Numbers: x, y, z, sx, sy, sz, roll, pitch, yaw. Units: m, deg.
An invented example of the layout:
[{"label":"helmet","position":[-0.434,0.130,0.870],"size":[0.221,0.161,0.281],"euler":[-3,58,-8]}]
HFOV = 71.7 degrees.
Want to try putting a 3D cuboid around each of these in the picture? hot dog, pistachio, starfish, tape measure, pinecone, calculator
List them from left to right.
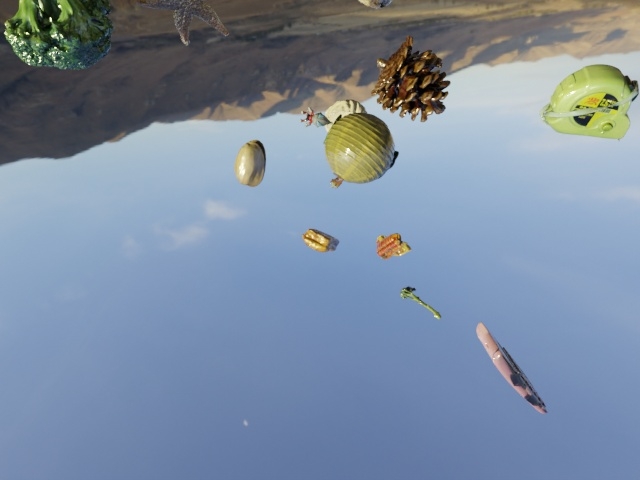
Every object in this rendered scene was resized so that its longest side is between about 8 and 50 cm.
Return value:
[{"label":"starfish","position":[-0.364,-0.680,1.289],"size":[0.294,0.231,0.048],"euler":[-15,-117,10]},{"label":"pistachio","position":[-0.298,-0.328,1.900],"size":[0.131,0.206,0.130],"euler":[15,-154,-5]},{"label":"hot dog","position":[0.204,0.019,1.317],"size":[0.038,0.062,0.144],"euler":[-16,169,-20]},{"label":"hot dog","position":[0.288,0.028,1.814],"size":[0.168,0.078,0.061],"euler":[19,-137,41]},{"label":"pinecone","position":[0.244,-0.404,1.149],"size":[0.212,0.169,0.185],"euler":[14,146,-28]},{"label":"calculator","position":[0.546,0.371,1.262],"size":[0.043,0.294,0.194],"euler":[-38,-160,13]},{"label":"tape measure","position":[0.641,-0.329,1.053],"size":[0.199,0.175,0.106],"euler":[8,-128,9]}]

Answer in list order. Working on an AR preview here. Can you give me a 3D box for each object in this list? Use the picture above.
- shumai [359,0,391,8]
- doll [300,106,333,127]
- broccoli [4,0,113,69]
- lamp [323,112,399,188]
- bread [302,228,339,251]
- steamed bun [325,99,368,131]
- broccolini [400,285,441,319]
[{"label":"shumai","position":[0.162,-0.768,1.246],"size":[0.161,0.153,0.210],"euler":[35,-124,-3]},{"label":"doll","position":[-0.010,-0.394,1.439],"size":[0.114,0.057,0.039],"euler":[6,170,-20]},{"label":"broccoli","position":[-0.661,-0.559,1.114],"size":[0.264,0.246,0.295],"euler":[9,-144,11]},{"label":"lamp","position":[0.121,-0.288,1.503],"size":[0.284,0.250,0.250],"euler":[-58,-145,-4]},{"label":"bread","position":[0.001,-0.002,1.971],"size":[0.139,0.077,0.271],"euler":[28,-175,9]},{"label":"steamed bun","position":[0.101,-0.473,1.732],"size":[0.182,0.183,0.106],"euler":[-2,-136,14]},{"label":"broccolini","position":[0.314,0.197,1.427],"size":[0.054,0.052,0.194],"euler":[-52,-148,4]}]
